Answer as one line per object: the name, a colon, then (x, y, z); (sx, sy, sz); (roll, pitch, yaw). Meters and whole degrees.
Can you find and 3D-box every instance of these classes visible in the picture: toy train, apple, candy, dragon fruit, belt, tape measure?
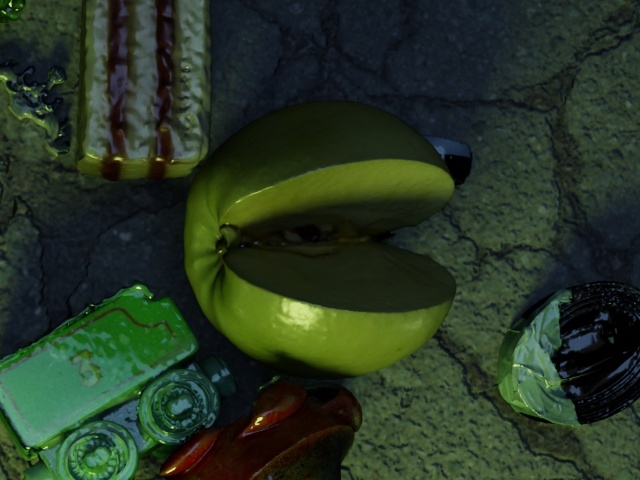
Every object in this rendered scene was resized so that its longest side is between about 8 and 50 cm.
toy train: (-0.216, 0.165, 1.711); (0.243, 0.132, 0.188); (-29, 82, -15)
apple: (0.000, 0.000, 1.692); (0.254, 0.292, 0.291); (-3, 83, -29)
candy: (-0.186, -0.222, 1.738); (0.135, 0.179, 0.320); (3, 82, -11)
dragon fruit: (-0.077, 0.258, 1.664); (0.295, 0.268, 0.130); (-40, 76, 11)
belt: (0.289, 0.126, 1.856); (0.198, 0.078, 0.151); (-30, 92, -13)
tape measure: (0.123, -0.087, 1.835); (0.091, 0.094, 0.054); (9, 83, -11)

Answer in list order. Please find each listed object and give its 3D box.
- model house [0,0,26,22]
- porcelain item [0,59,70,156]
model house: (-0.391, -0.191, 1.684); (0.195, 0.214, 0.189); (0, 93, -15)
porcelain item: (-0.302, -0.160, 1.783); (0.136, 0.021, 0.075); (46, 76, -4)
